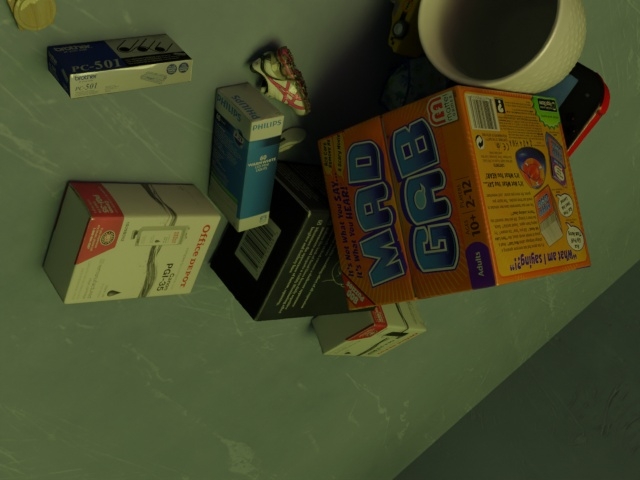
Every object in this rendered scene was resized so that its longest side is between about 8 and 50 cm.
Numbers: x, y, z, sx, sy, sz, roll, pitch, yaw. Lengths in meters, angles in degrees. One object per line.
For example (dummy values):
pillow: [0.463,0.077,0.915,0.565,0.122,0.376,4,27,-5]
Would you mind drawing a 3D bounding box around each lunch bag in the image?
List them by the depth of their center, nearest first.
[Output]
lunch bag: [0.215,-0.353,1.702,0.129,0.096,0.151,-19,148,-31]

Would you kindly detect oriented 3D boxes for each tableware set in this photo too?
tableware set: [-0.464,-0.353,1.095,0.169,0.020,0.141,-28,144,-24]

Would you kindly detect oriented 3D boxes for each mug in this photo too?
mug: [0.408,-0.458,1.498,0.328,0.276,0.374,-2,128,-58]

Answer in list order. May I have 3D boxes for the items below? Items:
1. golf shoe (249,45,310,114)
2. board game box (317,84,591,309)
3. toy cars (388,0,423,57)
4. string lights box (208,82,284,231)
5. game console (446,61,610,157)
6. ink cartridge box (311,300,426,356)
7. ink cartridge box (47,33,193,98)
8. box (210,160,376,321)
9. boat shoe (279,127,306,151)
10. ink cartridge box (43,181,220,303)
golf shoe: [-0.075,-0.307,1.502,0.086,0.067,0.186,-16,149,11]
board game box: [0.268,-0.075,1.537,0.357,0.356,0.356,-5,173,-45]
toy cars: [0.171,-0.542,1.478,0.176,0.087,0.393,-36,141,-18]
string lights box: [-0.153,-0.161,1.504,0.077,0.133,0.259,-18,138,-32]
game console: [0.424,-0.286,1.724,0.060,0.386,0.342,22,111,-44]
ink cartridge box: [0.143,0.242,2.181,0.197,0.114,0.273,-34,153,30]
ink cartridge box: [-0.323,-0.285,1.237,0.207,0.097,0.046,-17,137,-33]
box: [0.000,0.000,1.755,0.396,0.212,0.293,1,125,-45]
boat shoe: [-0.076,-0.209,1.624,0.100,0.035,0.035,-31,170,-24]
ink cartridge box: [-0.361,0.002,1.479,0.283,0.117,0.207,-2,128,-43]
